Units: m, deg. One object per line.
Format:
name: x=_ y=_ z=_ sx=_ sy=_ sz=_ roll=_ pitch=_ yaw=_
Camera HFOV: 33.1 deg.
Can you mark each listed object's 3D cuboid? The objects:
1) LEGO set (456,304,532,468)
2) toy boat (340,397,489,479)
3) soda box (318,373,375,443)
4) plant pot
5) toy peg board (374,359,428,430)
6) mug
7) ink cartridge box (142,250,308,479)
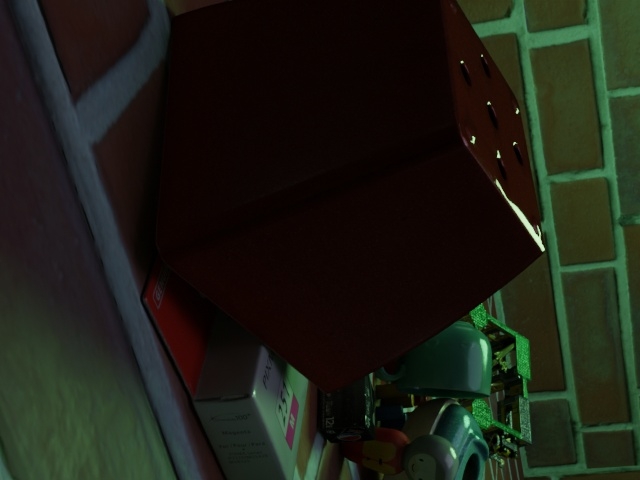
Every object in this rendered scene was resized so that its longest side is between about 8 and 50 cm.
LEGO set: x=0.293 y=0.299 z=2.183 sx=0.255 sy=0.192 sz=0.331 roll=23 pitch=53 yaw=-40
toy boat: x=0.144 y=0.324 z=1.428 sx=0.318 sy=0.148 sz=0.267 roll=51 pitch=53 yaw=-54
soda box: x=0.033 y=0.156 z=1.302 sx=0.053 sy=0.060 sz=0.169 roll=62 pitch=25 yaw=-58
plant pot: x=0.041 y=-0.066 z=0.916 sx=0.267 sy=0.236 sz=0.267 roll=46 pitch=33 yaw=-45
toy peg board: x=0.119 y=0.228 z=1.585 sx=0.161 sy=0.079 sz=0.160 roll=63 pitch=24 yaw=-53
mug: x=0.163 y=0.160 z=1.474 sx=0.158 sy=0.129 sz=0.097 roll=22 pitch=68 yaw=-51
ink cartridge box: x=-0.065 y=0.043 z=0.967 sx=0.275 sy=0.060 sz=0.239 roll=-81 pitch=160 yaw=-49
